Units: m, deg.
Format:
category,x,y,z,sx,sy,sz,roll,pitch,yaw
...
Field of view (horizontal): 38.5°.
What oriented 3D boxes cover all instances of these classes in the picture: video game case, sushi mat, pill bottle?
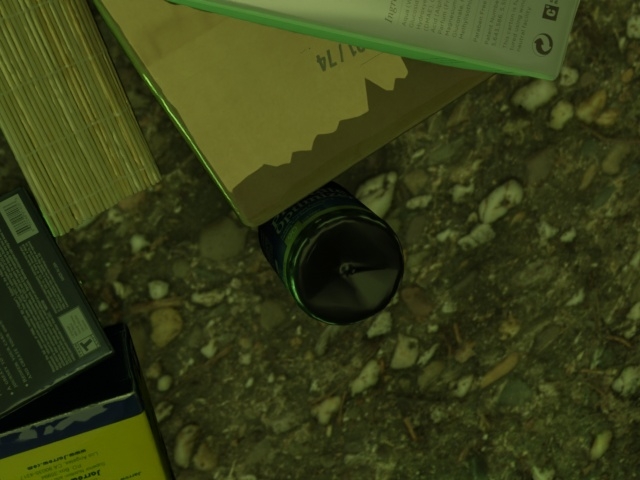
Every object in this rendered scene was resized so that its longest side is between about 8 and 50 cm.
category,x,y,z,sx,sy,sz,roll,pitch,yaw
video game case,-0.367,0.094,0.889,0.274,0.026,0.196,-29,81,-10
sushi mat,-0.277,-0.174,0.937,0.151,0.019,0.317,-36,117,-35
pill bottle,0.000,0.000,0.999,0.122,0.219,0.123,-5,108,-15

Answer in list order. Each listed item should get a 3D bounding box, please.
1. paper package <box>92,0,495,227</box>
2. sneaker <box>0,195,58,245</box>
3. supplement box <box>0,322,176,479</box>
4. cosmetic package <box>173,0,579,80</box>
category,x,y,z,sx,sy,sz,roll,pitch,yaw
paper package,-0.031,-0.228,0.949,0.324,0.168,0.310,-33,111,-3
sneaker,-0.386,0.091,0.985,0.161,0.102,0.282,32,96,-25
supplement box,-0.257,0.309,1.037,0.195,0.194,0.357,-16,111,-10
cosmetic package,0.000,-0.247,0.750,0.384,0.217,0.156,9,102,-20
